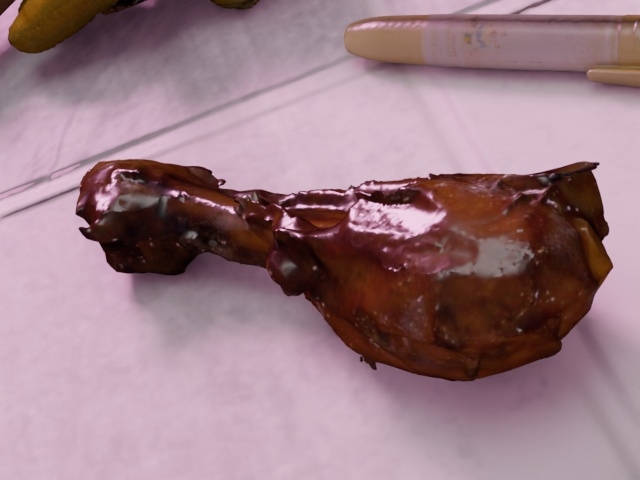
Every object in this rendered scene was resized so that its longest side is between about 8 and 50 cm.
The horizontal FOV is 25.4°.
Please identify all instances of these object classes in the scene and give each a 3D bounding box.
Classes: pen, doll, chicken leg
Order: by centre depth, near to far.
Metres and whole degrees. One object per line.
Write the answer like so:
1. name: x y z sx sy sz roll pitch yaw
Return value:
1. chicken leg: 0.000 0.000 0.681 0.304 0.093 0.113 11 33 40
2. pen: 0.118 -0.103 0.772 0.233 0.032 0.040 4 72 27
3. doll: -0.099 -0.172 0.898 0.209 0.097 0.137 -28 9 15

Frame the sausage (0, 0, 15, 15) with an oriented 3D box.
1. sausage: -0.229 -0.161 0.917 0.065 0.066 0.301 18 62 34
